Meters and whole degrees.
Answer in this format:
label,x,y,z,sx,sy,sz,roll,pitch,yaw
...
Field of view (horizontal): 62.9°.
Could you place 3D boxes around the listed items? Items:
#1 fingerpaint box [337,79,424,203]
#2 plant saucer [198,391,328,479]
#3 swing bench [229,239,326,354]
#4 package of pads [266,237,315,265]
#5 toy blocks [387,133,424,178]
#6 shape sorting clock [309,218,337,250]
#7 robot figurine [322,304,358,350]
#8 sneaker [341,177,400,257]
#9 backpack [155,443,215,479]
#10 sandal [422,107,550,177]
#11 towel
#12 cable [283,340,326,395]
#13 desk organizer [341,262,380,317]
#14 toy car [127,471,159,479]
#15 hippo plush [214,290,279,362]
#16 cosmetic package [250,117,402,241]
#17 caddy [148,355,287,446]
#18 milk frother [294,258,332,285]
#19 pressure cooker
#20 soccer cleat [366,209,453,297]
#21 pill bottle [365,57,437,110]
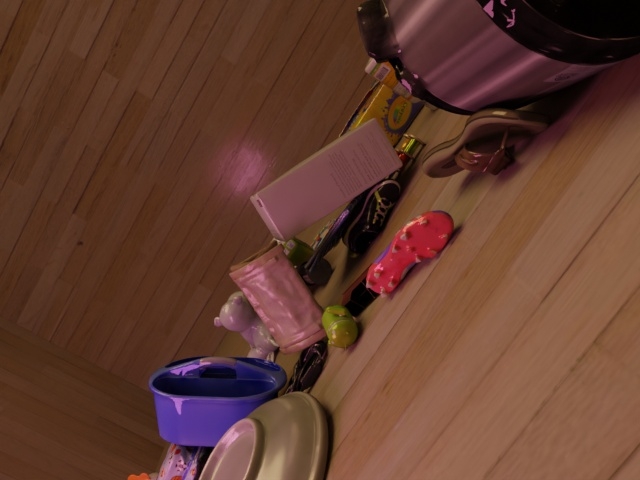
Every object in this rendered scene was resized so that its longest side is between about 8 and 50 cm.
label,x,y,z,sx,sy,sz,roll,pitch,yaw
fingerpaint box,0.181,-0.405,1.984,0.445,0.163,0.371,-56,10,23
plant saucer,-0.145,0.459,0.997,0.400,0.100,0.401,-46,21,23
swing bench,-0.110,0.147,1.384,0.165,0.253,0.254,-33,7,-5
package of pads,-0.130,0.101,1.832,0.229,0.101,0.296,-53,-21,2
toy blocks,0.231,-0.233,1.517,0.148,0.054,0.123,-58,9,9
shape sorting clock,0.000,0.000,2.054,0.206,0.040,0.206,-57,10,15
robot figurine,0.042,0.185,1.130,0.115,0.066,0.101,-118,26,-61
sneaker,0.149,-0.052,1.400,0.235,0.084,0.097,-57,34,20
backpack,-0.300,0.590,1.324,0.277,0.213,0.263,-59,1,11
sandal,0.280,-0.147,0.899,0.303,0.120,0.087,143,129,-71
towel,0.081,-0.058,1.535,0.243,0.040,0.336,-57,-5,33
cable,-0.049,0.325,1.274,0.185,0.047,0.150,-59,9,5
desk organizer,0.097,0.114,1.168,0.130,0.047,0.050,-52,14,40
toy car,-0.426,0.710,1.465,0.210,0.237,0.219,-55,10,22
hippo plush,-0.252,0.308,1.809,0.234,0.236,0.294,-55,10,20
cosmetic package,0.007,-0.161,1.439,0.384,0.156,0.217,-35,8,-7
caddy,-0.254,0.376,1.311,0.241,0.340,0.180,-76,-13,-79
milk frother,-0.034,0.137,1.695,0.134,0.129,0.143,153,103,-74
pressure cooker,0.277,-0.385,0.790,0.376,0.369,0.420,-64,9,-6
soccer cleat,0.169,0.014,1.013,0.248,0.083,0.095,-55,5,42
pill bottle,0.268,-0.499,1.562,0.136,0.245,0.136,-56,10,15
